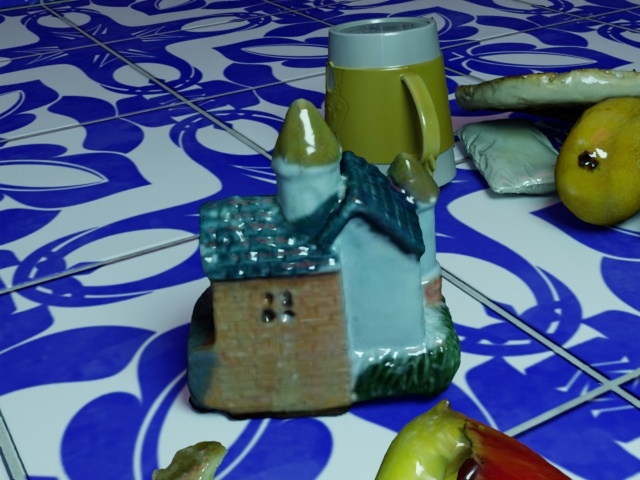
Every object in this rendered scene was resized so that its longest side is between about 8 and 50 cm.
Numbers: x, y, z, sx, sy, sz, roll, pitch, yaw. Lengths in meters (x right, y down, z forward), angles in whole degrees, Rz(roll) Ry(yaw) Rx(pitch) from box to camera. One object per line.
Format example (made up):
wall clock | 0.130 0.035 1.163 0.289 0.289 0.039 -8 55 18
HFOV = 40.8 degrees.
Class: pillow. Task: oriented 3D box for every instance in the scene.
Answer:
pillow | 0.278 -0.122 1.230 0.128 0.051 0.229 -7 28 -4

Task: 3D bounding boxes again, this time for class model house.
model house | 0.000 0.000 0.775 0.253 0.291 0.184 -2 33 1

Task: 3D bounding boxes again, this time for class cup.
cup | 0.100 -0.174 1.153 0.185 0.226 0.241 -12 22 -17

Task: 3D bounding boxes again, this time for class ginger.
ginger | -0.124 0.206 0.652 0.137 0.044 0.057 -33 70 -35

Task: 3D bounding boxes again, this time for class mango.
mango | 0.371 -0.101 1.081 0.109 0.157 0.262 9 14 34

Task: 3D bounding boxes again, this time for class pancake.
pancake | 0.364 -0.208 1.254 0.356 0.065 0.356 0 3 0

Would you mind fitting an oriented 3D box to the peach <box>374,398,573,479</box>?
peach | 0.051 0.216 0.363 0.281 0.281 0.338 -8 42 -11
